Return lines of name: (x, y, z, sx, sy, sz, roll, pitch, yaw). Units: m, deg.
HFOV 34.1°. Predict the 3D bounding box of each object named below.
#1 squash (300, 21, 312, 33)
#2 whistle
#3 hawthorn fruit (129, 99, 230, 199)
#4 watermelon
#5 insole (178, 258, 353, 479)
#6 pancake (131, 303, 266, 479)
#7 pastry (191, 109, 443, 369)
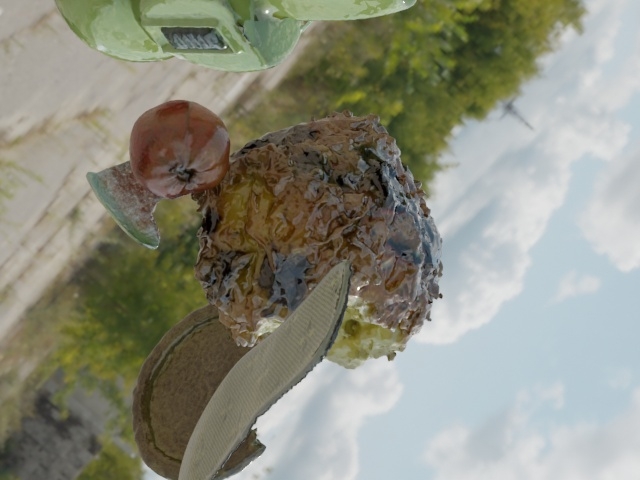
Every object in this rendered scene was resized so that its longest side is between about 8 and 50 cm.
squash: (-0.031, -0.187, 0.920, 0.089, 0.027, 0.027, -40, -172, 33)
whistle: (-0.072, -0.173, 0.691, 0.131, 0.288, 0.106, 51, 50, -52)
hawthorn fruit: (-0.169, -0.110, 1.239, 0.128, 0.128, 0.128, -48, -175, 5)
watermelon: (-0.243, -0.084, 1.385, 0.158, 0.121, 0.098, -66, -170, 0)
insole: (-0.052, 0.112, 0.782, 0.322, 0.007, 0.109, -50, -157, 49)
pancake: (-0.166, 0.226, 1.573, 0.288, 0.286, 0.033, -45, 140, -3)
pastry: (0.005, -0.011, 1.451, 0.292, 0.405, 0.337, -19, -115, 36)
